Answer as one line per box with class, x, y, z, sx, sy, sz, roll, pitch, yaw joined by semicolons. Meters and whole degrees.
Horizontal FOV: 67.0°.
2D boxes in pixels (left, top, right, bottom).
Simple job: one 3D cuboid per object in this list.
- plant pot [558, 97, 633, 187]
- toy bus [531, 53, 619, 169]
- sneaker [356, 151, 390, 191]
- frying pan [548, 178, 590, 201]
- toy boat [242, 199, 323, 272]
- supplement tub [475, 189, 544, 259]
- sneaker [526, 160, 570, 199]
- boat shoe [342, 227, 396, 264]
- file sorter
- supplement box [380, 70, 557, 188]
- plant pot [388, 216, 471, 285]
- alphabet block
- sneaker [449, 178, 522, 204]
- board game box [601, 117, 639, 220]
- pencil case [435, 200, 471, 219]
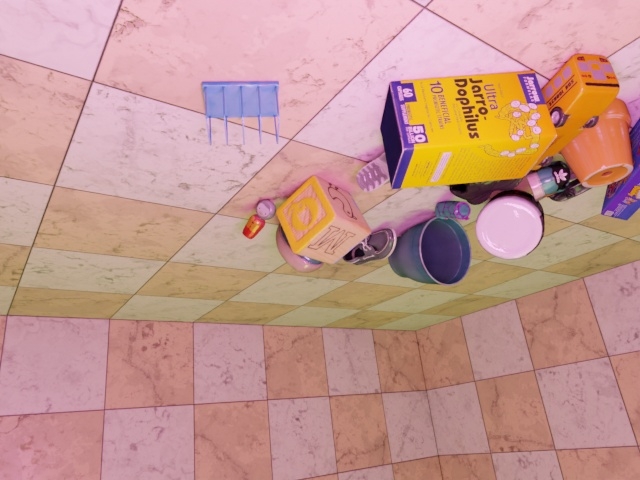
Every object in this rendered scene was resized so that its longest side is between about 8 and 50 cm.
plant pot;0.769;-0.258;1.349;0.205;0.187;0.205;-6;158;-2
toy bus;0.599;-0.311;1.248;0.108;0.130;0.332;-2;158;-13
sneaker;0.236;-0.242;1.406;0.282;0.105;0.115;-24;-173;27
frying pan;0.853;-0.178;1.589;0.197;0.053;0.326;-30;178;21
toy boat;-0.111;-0.019;1.694;0.318;0.267;0.148;29;109;-30
supplement tub;0.654;-0.065;1.653;0.207;0.206;0.338;-18;-178;26
sneaker;0.721;-0.188;1.518;0.121;0.108;0.302;-20;-179;24
boat shoe;0.199;0.032;2.006;0.099;0.116;0.319;0;162;-27
file sorter;-0.180;-0.288;1.116;0.171;0.104;0.118;-3;157;-8
supplement box;0.347;-0.269;1.195;0.357;0.194;0.195;-6;158;-3
plant pot;0.420;0.052;1.958;0.272;0.271;0.255;7;170;-30
alphabet block;0.008;-0.061;1.564;0.193;0.192;0.197;-43;145;22
sneaker;0.531;-0.202;1.543;0.130;0.108;0.286;12;150;-24
board game box;0.926;-0.234;1.385;0.078;0.233;0.347;17;164;17
pencil case;0.473;-0.107;1.731;0.065;0.070;0.152;-26;-170;-11
